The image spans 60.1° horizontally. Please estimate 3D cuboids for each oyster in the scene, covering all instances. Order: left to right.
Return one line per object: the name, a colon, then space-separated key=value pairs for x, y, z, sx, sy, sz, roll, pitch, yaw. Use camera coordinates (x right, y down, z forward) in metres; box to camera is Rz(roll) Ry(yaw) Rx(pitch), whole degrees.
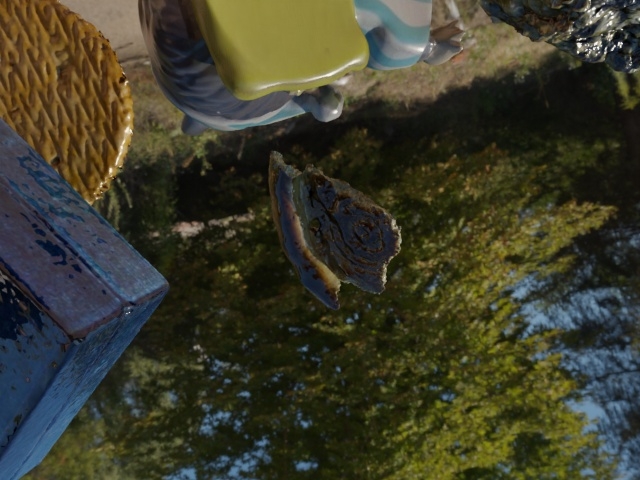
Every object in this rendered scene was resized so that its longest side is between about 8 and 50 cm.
oyster: x=0.322 y=-0.290 z=0.730 sx=0.214 sy=0.083 sz=0.222 roll=6 pitch=-166 yaw=-45

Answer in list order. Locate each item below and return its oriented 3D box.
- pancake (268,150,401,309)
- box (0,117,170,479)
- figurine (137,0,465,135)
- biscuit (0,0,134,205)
pancake: x=0.000 y=0.000 z=0.888 sx=0.056 sy=0.257 sz=0.212 roll=-45 pitch=166 yaw=-53
box: x=-0.298 y=0.039 z=0.428 sx=0.261 sy=0.279 sz=0.116 roll=-48 pitch=175 yaw=24
figurine: x=-0.069 y=-0.284 z=0.763 sx=0.361 sy=0.267 sz=0.377 roll=-3 pitch=-179 yaw=-25
biscuit: x=-0.334 y=-0.145 z=0.618 sx=0.253 sy=0.254 sz=0.035 roll=-17 pitch=-168 yaw=-1
